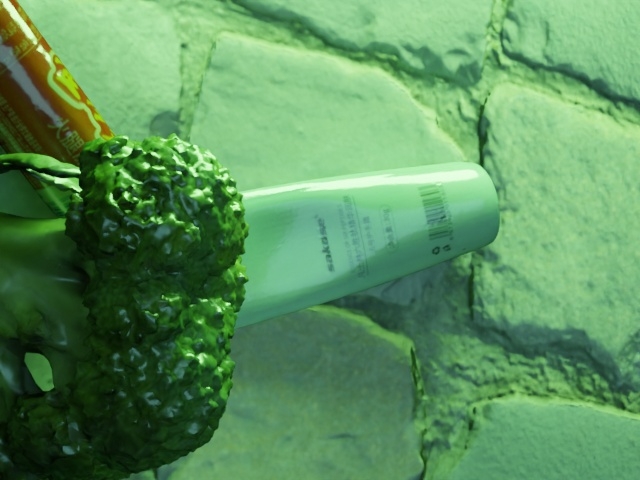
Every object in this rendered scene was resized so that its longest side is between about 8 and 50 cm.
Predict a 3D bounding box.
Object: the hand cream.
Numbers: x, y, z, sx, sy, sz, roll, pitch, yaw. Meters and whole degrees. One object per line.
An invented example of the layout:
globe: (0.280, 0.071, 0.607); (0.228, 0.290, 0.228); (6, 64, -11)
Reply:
hand cream: (0.000, 0.000, 1.391); (0.320, 0.067, 0.109); (-13, 96, -27)

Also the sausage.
sausage: (-0.207, -0.100, 1.253); (0.083, 0.083, 0.264); (-45, 112, -25)

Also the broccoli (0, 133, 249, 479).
broccoli: (-0.184, 0.054, 1.210); (0.186, 0.302, 0.254); (-37, 122, -58)
